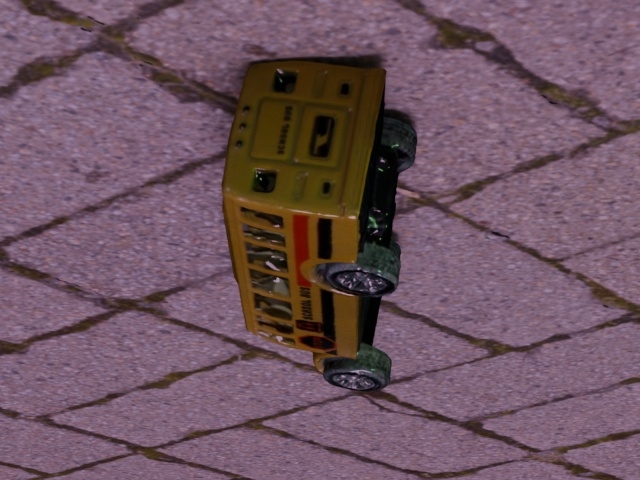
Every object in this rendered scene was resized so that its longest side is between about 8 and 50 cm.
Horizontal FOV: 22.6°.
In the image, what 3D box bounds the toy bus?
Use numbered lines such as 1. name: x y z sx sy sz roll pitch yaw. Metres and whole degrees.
1. toy bus: 0.000 0.000 1.146 0.123 0.121 0.335 7 157 4
